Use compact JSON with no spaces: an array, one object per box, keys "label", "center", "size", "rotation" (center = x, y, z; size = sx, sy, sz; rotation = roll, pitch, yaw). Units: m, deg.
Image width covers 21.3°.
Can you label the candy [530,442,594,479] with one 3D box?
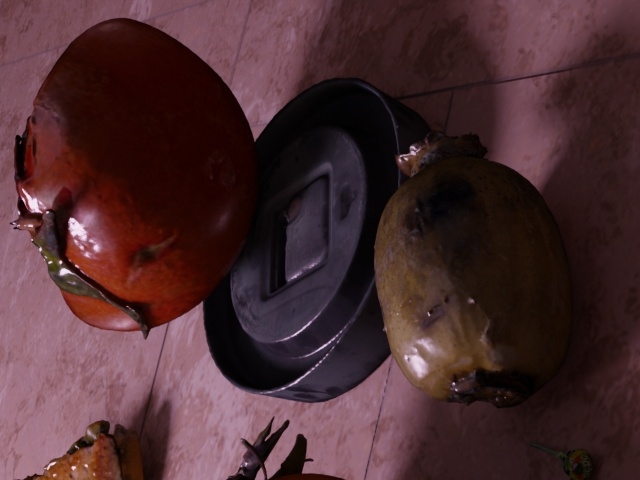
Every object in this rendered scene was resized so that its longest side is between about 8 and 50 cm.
[{"label":"candy","center":[0.183,0.167,1.309],"size":[0.023,0.025,0.083],"rotation":[-45,19,-14]}]

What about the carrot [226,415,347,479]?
[{"label":"carrot","center":[-0.010,0.289,1.353],"size":[0.193,0.214,0.331],"rotation":[-61,29,11]}]

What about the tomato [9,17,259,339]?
[{"label":"tomato","center":[-0.146,-0.058,1.652],"size":[0.170,0.309,0.309],"rotation":[11,80,28]}]

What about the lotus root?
[{"label":"lotus root","center":[0.118,0.008,1.372],"size":[0.154,0.154,0.278],"rotation":[-41,41,38]}]

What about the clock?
[{"label":"clock","center":[-0.001,0.001,1.637],"size":[0.319,0.066,0.318],"rotation":[-34,45,44]}]

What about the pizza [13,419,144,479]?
[{"label":"pizza","center":[-0.268,0.295,1.860],"size":[0.226,0.069,0.147],"rotation":[-35,61,26]}]
